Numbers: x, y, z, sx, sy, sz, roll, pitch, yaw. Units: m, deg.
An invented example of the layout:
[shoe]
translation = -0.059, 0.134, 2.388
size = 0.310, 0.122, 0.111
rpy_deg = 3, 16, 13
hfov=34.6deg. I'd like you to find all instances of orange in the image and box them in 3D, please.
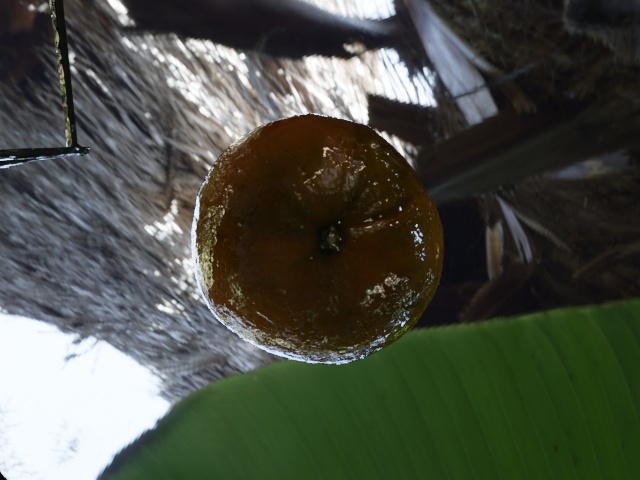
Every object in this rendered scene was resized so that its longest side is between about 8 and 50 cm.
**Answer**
[orange]
translation = 0.000, 0.000, 0.943
size = 0.240, 0.171, 0.240
rpy_deg = 0, -89, -13

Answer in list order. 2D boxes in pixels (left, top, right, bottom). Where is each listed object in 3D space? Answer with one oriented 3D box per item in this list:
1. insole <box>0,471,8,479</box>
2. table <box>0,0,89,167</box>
[insole]
translation = -0.235, 0.322, 0.965
size = 0.309, 0.110, 0.012
rpy_deg = 42, -131, 22
[table]
translation = -0.509, -0.266, 1.419
size = 0.222, 0.272, 0.335
rpy_deg = -3, -86, 40
